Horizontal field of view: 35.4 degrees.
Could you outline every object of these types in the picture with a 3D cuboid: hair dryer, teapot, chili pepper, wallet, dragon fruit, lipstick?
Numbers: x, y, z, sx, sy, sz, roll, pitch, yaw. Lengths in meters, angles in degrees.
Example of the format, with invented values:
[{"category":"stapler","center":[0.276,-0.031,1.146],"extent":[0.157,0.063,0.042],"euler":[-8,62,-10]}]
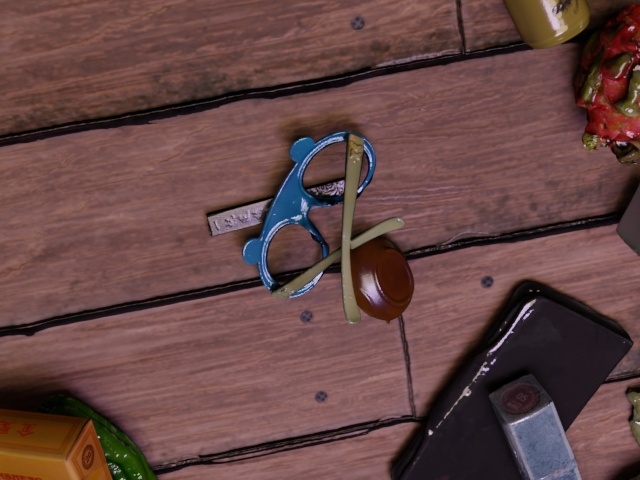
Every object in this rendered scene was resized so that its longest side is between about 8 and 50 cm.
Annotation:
[{"category":"hair dryer","center":[0.338,-0.351,1.186],"extent":[0.279,0.090,0.135],"euler":[-32,110,-1]},{"category":"teapot","center":[0.071,0.053,1.309],"extent":[0.129,0.078,0.098],"euler":[54,54,-26]},{"category":"chili pepper","center":[-0.290,0.303,1.355],"extent":[0.099,0.083,0.253],"euler":[-29,115,7]},{"category":"wallet","center":[0.260,0.244,1.409],"extent":[0.197,0.051,0.377],"euler":[26,106,-18]},{"category":"dragon fruit","center":[0.387,-0.185,1.210],"extent":[0.160,0.166,0.172],"euler":[-30,154,-35]},{"category":"lipstick","center":[0.314,0.316,1.383],"extent":[0.077,0.076,0.289],"euler":[-28,121,-2]}]

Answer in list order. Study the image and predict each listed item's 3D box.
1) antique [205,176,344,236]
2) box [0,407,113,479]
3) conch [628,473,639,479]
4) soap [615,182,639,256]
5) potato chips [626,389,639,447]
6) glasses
[{"category":"antique","center":[-0.052,-0.044,1.285],"extent":[0.192,0.015,0.031],"euler":[-15,112,-1]},{"category":"box","center":[-0.354,0.340,1.298],"extent":[0.174,0.076,0.274],"euler":[2,127,14]},{"category":"conch","center":[0.485,0.397,1.464],"extent":[0.153,0.102,0.135],"euler":[-43,99,12]},{"category":"soap","center":[0.488,0.009,1.297],"extent":[0.231,0.145,0.091],"euler":[27,106,-15]},{"category":"potato chips","center":[0.642,0.203,1.395],"extent":[0.389,0.097,0.373],"euler":[-1,133,-9]},{"category":"glasses","center":[0.025,0.003,1.229],"extent":[0.102,0.207,0.239],"euler":[5,121,-49]}]
